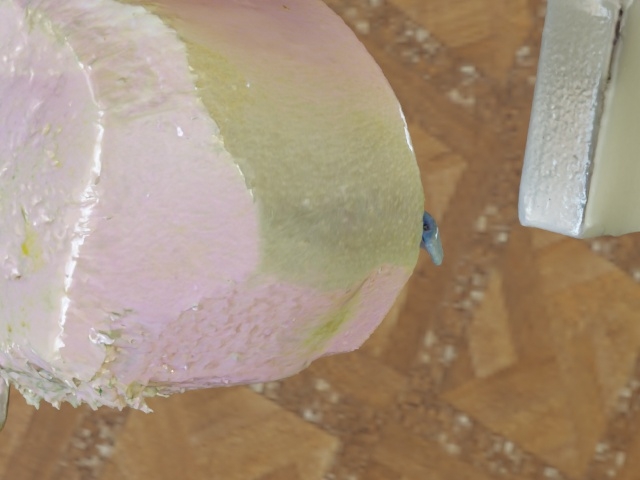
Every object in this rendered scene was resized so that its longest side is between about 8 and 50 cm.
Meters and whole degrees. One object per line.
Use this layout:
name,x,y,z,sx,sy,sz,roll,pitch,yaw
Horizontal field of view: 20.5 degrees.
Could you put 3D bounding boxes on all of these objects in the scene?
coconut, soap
coconut,-0.073,-0.026,0.903,0.245,0.233,0.233,-1,95,-50
soap,0.203,-0.096,1.218,0.121,0.064,0.183,-5,108,-49

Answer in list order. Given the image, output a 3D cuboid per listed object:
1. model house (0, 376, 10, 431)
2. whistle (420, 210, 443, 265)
model house,-0.360,0.076,1.335,0.229,0.199,0.219,10,73,-41
whistle,0.000,0.000,1.403,0.180,0.269,0.093,-19,123,1
